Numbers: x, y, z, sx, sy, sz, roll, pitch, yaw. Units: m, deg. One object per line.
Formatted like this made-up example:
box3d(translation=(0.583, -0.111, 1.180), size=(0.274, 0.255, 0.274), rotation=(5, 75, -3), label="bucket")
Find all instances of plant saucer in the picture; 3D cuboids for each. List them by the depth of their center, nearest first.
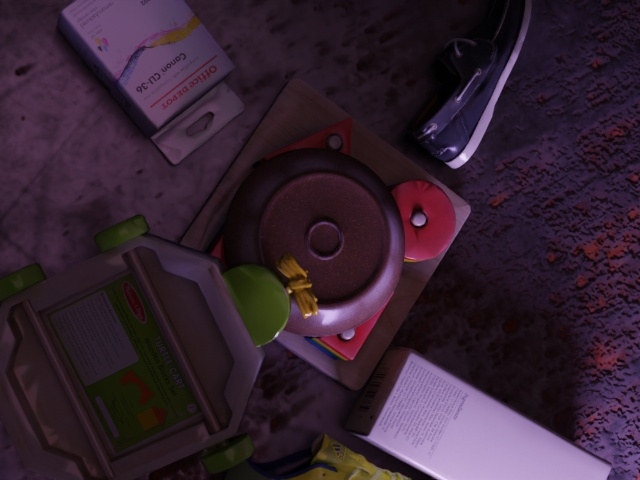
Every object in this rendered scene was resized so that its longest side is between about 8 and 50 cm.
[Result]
box3d(translation=(0.000, 0.000, 1.273), size=(0.198, 0.036, 0.199), rotation=(1, 86, -16), label="plant saucer")

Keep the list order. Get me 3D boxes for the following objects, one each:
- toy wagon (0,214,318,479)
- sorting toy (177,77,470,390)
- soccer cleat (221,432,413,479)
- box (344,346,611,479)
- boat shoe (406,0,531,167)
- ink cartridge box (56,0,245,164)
box3d(translation=(-0.161, 0.111, 1.235), size=(0.344, 0.068, 0.267), rotation=(-25, 93, 5), label="toy wagon")
box3d(translation=(0.012, -0.010, 1.343), size=(0.257, 0.089, 0.255), rotation=(35, 77, -10), label="sorting toy")
box3d(translation=(0.035, 0.270, 1.325), size=(0.289, 0.093, 0.121), rotation=(5, 81, -15), label="soccer cleat")
box3d(translation=(0.174, 0.229, 1.367), size=(0.275, 0.094, 0.113), rotation=(32, 78, -12), label="box")
box3d(translation=(0.174, -0.202, 1.410), size=(0.079, 0.084, 0.233), rotation=(27, 81, -13), label="boat shoe")
box3d(translation=(-0.173, -0.192, 1.317), size=(0.115, 0.067, 0.198), rotation=(-41, 97, -16), label="ink cartridge box")
